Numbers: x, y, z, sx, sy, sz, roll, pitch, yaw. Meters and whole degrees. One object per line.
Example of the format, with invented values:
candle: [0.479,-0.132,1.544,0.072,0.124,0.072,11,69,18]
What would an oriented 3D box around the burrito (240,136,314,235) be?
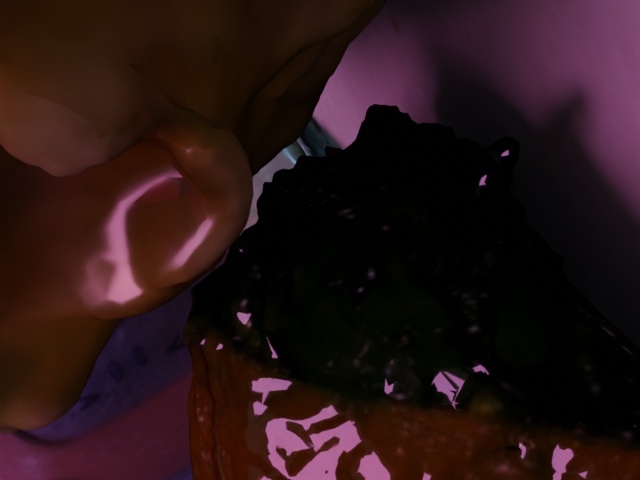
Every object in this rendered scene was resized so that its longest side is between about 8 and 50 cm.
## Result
burrito: [-0.001,0.002,0.666,0.058,0.063,0.229,19,-151,-46]

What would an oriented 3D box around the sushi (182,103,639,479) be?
sushi: [0.035,0.041,0.480,0.149,0.140,0.287,26,180,-27]

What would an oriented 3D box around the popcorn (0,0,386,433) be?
popcorn: [-0.129,-0.103,0.425,0.293,0.292,0.334,-121,23,-51]

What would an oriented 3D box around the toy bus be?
toy bus: [-0.148,-0.013,0.796,0.294,0.197,0.232,54,167,28]
